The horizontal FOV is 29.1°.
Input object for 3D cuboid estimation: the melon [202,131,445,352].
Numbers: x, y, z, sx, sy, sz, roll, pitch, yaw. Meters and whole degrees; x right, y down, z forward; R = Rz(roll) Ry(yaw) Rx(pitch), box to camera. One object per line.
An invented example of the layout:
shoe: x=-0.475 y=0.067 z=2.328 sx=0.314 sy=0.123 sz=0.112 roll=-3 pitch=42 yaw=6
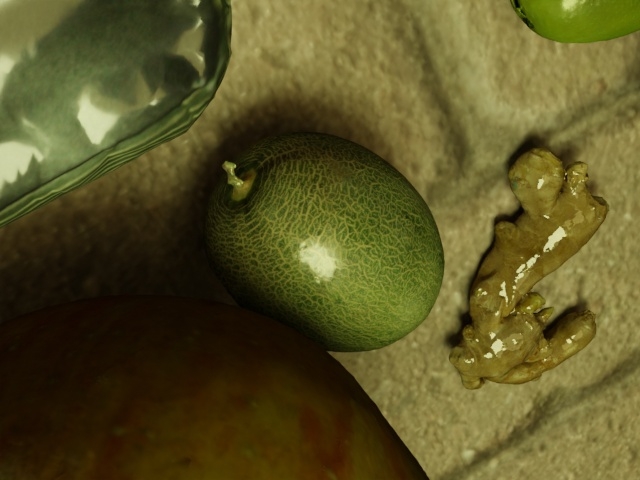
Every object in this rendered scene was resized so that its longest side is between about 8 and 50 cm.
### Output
melon: x=0.000 y=0.000 z=0.806 sx=0.139 sy=0.139 sz=0.192 roll=-50 pitch=130 yaw=7

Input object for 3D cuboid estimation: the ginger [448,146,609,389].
ginger: x=0.162 y=0.038 z=0.951 sx=0.176 sy=0.052 sz=0.193 roll=-45 pitch=126 yaw=-3

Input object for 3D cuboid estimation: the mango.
mango: x=0.204 y=-0.187 z=0.836 sx=0.165 sy=0.074 sz=0.091 roll=-24 pitch=113 yaw=-18

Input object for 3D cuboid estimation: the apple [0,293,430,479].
apple: x=-0.101 y=0.215 z=0.738 sx=0.400 sy=0.333 sz=0.400 roll=12 pitch=143 yaw=10

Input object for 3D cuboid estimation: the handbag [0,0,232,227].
handbag: x=-0.199 y=-0.185 z=0.559 sx=0.247 sy=0.240 sz=0.340 roll=-30 pitch=123 yaw=-8
